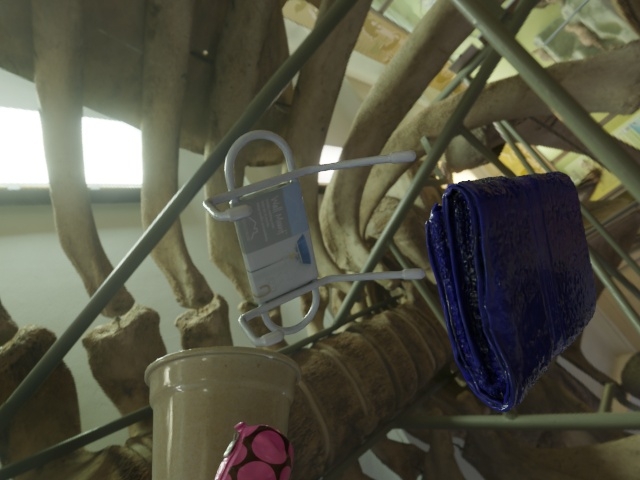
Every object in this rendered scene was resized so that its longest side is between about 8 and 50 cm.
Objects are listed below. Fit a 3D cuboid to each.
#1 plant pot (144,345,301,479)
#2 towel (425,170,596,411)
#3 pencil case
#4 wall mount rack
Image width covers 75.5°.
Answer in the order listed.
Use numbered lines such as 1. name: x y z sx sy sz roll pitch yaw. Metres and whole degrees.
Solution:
1. plant pot: -0.194 0.418 0.816 0.333 0.334 0.306 21 -135 -32
2. towel: 0.243 0.033 0.503 0.308 0.076 0.228 -12 -87 -42
3. pencil case: -0.100 0.324 0.508 0.098 0.095 0.209 56 -168 -7
4. wall mount rack: 0.000 0.000 0.634 0.304 0.350 0.130 -22 -153 -24
